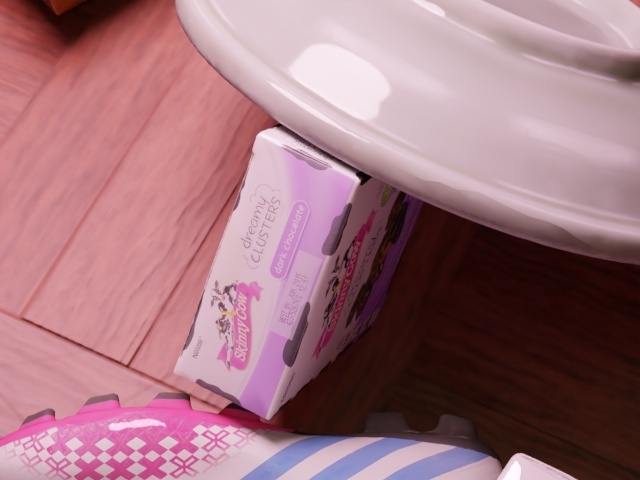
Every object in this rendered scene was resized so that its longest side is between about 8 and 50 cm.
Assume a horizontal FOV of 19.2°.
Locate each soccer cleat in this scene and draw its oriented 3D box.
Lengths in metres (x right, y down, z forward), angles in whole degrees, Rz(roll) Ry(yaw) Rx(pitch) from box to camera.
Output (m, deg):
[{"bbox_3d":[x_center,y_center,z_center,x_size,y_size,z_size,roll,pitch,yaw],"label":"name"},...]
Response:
[{"bbox_3d":[-0.044,0.176,1.147,0.331,0.116,0.143,1,59,-3],"label":"soccer cleat"}]

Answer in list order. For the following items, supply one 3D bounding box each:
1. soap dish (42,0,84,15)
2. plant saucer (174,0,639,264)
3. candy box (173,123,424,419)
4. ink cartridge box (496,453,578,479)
[{"bbox_3d":[-0.202,-0.319,1.436,0.229,0.118,0.291,-36,68,-22],"label":"soap dish"},{"bbox_3d":[0.108,-0.126,1.219,0.401,0.100,0.400,19,22,-8],"label":"plant saucer"},{"bbox_3d":[0.000,0.000,1.179,0.070,0.164,0.196,26,22,13],"label":"candy box"},{"bbox_3d":[0.085,0.283,0.979,0.131,0.306,0.226,29,62,15],"label":"ink cartridge box"}]
